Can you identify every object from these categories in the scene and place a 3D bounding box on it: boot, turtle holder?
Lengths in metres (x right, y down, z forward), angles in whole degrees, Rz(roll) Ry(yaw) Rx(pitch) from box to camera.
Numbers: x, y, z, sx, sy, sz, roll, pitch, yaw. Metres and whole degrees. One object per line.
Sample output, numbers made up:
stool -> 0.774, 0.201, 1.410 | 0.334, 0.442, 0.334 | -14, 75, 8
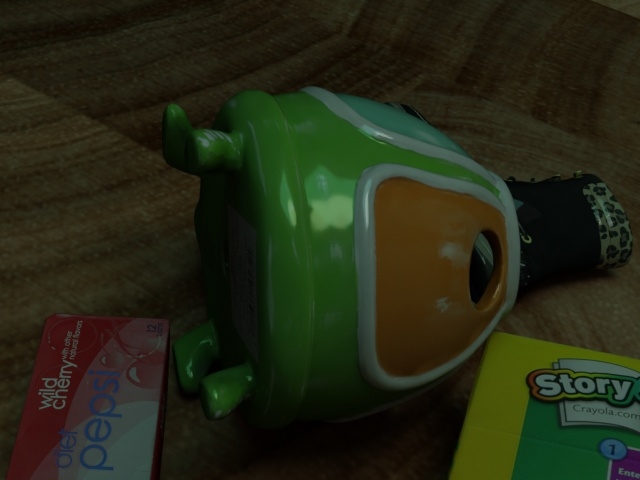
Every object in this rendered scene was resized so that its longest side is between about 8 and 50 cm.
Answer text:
boot -> 0.165, -0.045, 0.927 | 0.178, 0.085, 0.236 | -9, 51, -24
turtle holder -> 0.004, 0.017, 0.740 | 0.227, 0.320, 0.243 | -4, 75, -15

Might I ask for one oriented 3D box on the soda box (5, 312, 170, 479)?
soda box -> -0.150, 0.167, 0.623 | 0.092, 0.083, 0.263 | 4, 42, -6

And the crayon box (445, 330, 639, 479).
crayon box -> 0.245, 0.222, 0.585 | 0.362, 0.106, 0.313 | 11, 39, 15
